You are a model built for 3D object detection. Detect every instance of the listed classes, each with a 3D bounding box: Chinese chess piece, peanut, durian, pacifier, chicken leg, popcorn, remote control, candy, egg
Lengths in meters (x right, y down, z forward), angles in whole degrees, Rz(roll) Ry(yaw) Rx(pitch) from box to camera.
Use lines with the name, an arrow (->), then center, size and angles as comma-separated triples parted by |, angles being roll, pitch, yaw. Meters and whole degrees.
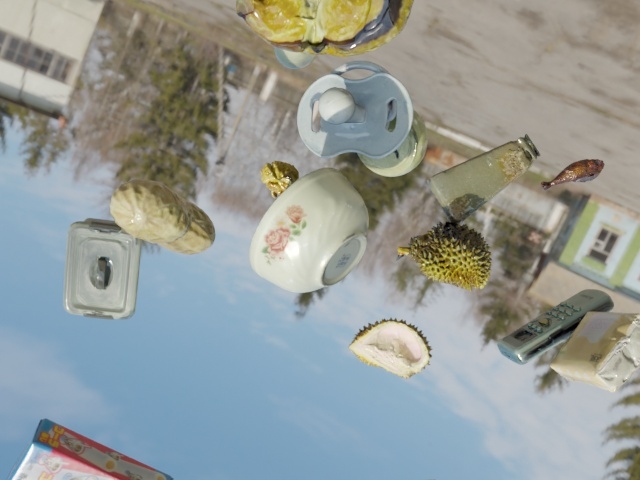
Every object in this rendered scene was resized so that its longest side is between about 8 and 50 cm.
Chinese chess piece -> 0.175, -0.253, 1.958 | 0.188, 0.188, 0.083 | 27, -148, 18
peanut -> -0.311, -0.041, 1.608 | 0.136, 0.120, 0.298 | 38, -178, 24
durian -> 0.226, 0.319, 2.410 | 0.249, 0.183, 0.138 | 22, -174, 9
pacifier -> 0.066, -0.307, 1.799 | 0.287, 0.238, 0.226 | 7, -178, 19
chicken leg -> 0.698, -0.181, 2.139 | 0.219, 0.089, 0.048 | -16, -120, -32
durian -> 0.314, 0.019, 1.943 | 0.237, 0.138, 0.193 | 10, -144, 0
popcorn -> -0.081, -0.133, 1.676 | 0.084, 0.084, 0.084 | 24, -172, -4
remote control -> 0.595, 0.212, 1.976 | 0.056, 0.296, 0.140 | 61, 175, -10
candy -> -0.476, 0.508, 1.615 | 0.306, 0.157, 0.100 | 30, -166, -15
egg -> -0.056, -0.487, 1.930 | 0.114, 0.114, 0.152 | 23, 150, -10

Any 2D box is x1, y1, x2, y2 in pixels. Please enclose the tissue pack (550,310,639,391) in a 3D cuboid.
tissue pack -> 0.637, 0.244, 1.761 | 0.090, 0.186, 0.222 | 41, 171, -4

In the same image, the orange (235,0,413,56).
orange -> 0.028, -0.514, 1.601 | 0.368, 0.271, 0.210 | 7, -168, 24

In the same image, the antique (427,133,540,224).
antique -> 0.431, -0.166, 2.033 | 0.150, 0.284, 0.125 | 58, -172, 2

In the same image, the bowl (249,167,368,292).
bowl -> 0.000, 0.000, 1.605 | 0.145, 0.277, 0.277 | 40, -166, 27

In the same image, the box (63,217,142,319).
box -> -0.488, 0.058, 1.775 | 0.162, 0.227, 0.130 | 7, -161, -7
